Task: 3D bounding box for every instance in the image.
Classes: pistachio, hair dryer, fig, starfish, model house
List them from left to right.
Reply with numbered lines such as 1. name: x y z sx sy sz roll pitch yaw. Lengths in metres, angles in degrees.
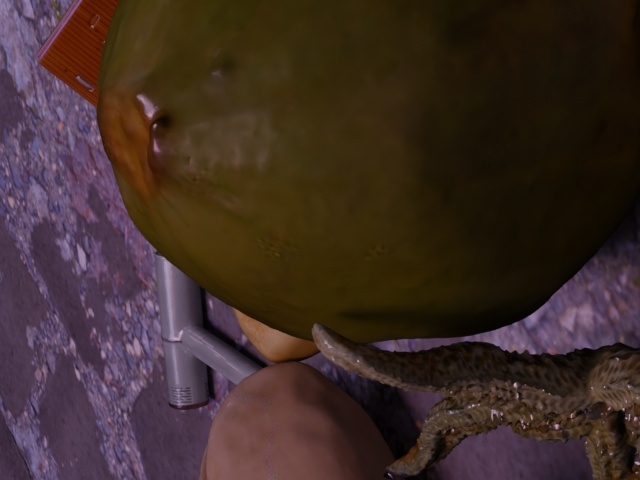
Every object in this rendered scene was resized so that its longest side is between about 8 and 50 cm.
1. model house: -0.158 -0.191 1.320 0.219 0.135 0.207 -42 51 43
2. hair dryer: -0.087 0.093 1.474 0.183 0.044 0.155 11 112 50
3. pistachio: -0.006 0.252 1.264 0.187 0.187 0.299 -38 68 55
4. fig: 0.022 -0.088 0.946 0.343 0.343 0.343 27 123 51
5. starfish: 0.183 0.113 0.925 0.347 0.357 0.078 78 -156 -63

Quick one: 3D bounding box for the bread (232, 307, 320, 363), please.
1. bread: 0.000 0.000 1.239 0.217 0.098 0.147 -47 61 55
